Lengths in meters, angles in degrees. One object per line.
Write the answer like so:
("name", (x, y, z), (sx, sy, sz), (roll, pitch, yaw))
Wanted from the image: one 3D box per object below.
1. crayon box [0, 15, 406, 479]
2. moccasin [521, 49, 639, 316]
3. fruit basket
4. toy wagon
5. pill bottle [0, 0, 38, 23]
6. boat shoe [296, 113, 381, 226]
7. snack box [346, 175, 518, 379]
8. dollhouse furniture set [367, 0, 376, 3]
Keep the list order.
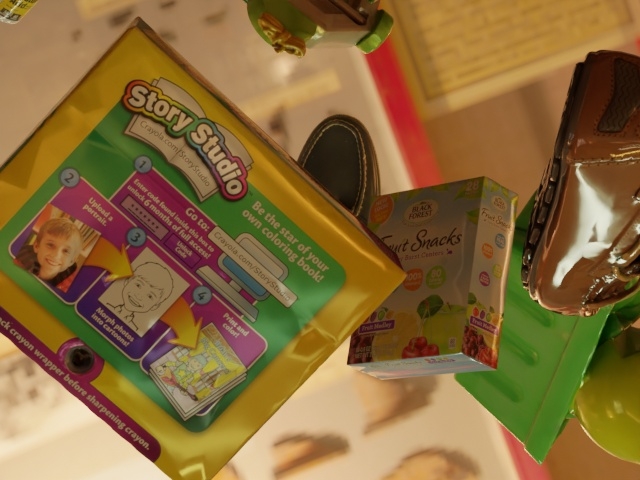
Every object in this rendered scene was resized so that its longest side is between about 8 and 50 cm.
("crayon box", (-0.153, 0.017, 1.737), (0.313, 0.363, 0.106), (-47, -169, 5))
("moccasin", (0.244, -0.029, 1.372), (0.147, 0.139, 0.380), (15, 155, 6))
("fruit basket", (0.382, 0.137, 2.246), (0.392, 0.392, 0.283), (-11, -151, 43))
("toy wagon", (-0.028, -0.327, 2.058), (0.068, 0.267, 0.344), (-36, -154, 40))
("pill bottle", (-0.354, -0.320, 2.107), (0.116, 0.065, 0.065), (-42, 180, 27))
("boat shoe", (0.000, 0.000, 2.085), (0.116, 0.319, 0.099), (13, 175, 7))
("snack box", (0.124, 0.044, 1.954), (0.174, 0.207, 0.070), (-11, 152, 44))
("dollhouse furniture set", (0.097, -0.330, 2.032), (0.152, 0.076, 0.058), (-44, 171, -47))
